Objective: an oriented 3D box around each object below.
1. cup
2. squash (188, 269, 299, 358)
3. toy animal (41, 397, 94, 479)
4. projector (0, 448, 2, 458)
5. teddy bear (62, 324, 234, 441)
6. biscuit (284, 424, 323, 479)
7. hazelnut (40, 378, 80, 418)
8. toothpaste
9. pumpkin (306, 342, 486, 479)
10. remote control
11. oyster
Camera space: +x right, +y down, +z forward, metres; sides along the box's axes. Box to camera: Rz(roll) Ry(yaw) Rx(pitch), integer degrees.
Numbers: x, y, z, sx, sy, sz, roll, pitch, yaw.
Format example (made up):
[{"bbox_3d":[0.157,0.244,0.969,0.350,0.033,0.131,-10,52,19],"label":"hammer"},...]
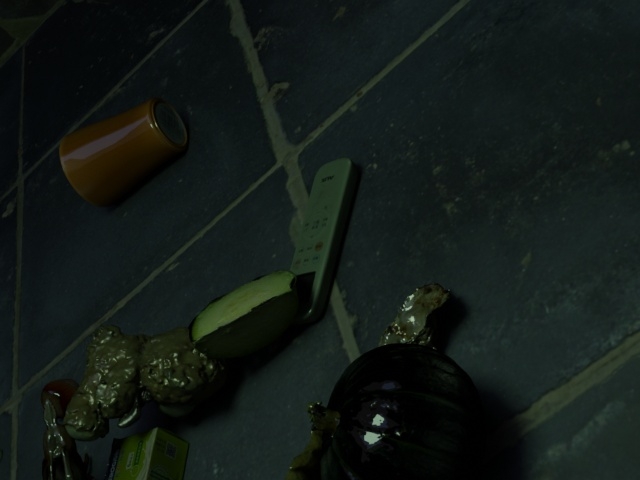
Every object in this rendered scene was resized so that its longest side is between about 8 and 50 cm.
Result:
[{"bbox_3d":[-0.423,-0.205,2.253,0.264,0.182,0.226,-25,12,23],"label":"cup"},{"bbox_3d":[-0.108,0.125,1.628,0.192,0.085,0.184,-27,12,2],"label":"squash"},{"bbox_3d":[-0.417,0.384,1.702,0.260,0.087,0.243,-118,30,-54],"label":"toy animal"},{"bbox_3d":[-0.705,0.445,2.062,0.083,0.082,0.083,-14,50,42],"label":"projector"},{"bbox_3d":[-0.267,0.217,1.677,0.256,0.156,0.267,-2,15,20],"label":"teddy bear"},{"bbox_3d":[-0.042,0.359,1.335,0.036,0.187,0.273,24,78,15],"label":"biscuit"},{"bbox_3d":[-0.496,0.301,1.963,0.086,0.086,0.086,-29,42,30],"label":"hazelnut"},{"bbox_3d":[-0.293,0.456,1.596,0.110,0.077,0.327,-22,46,33],"label":"toothpaste"},{"bbox_3d":[0.083,0.239,1.251,0.250,0.216,0.249,-160,90,-84],"label":"pumpkin"},{"bbox_3d":[-0.001,0.000,1.689,0.090,0.038,0.309,-13,52,43],"label":"remote control"},{"bbox_3d":[0.122,0.137,1.421,0.177,0.056,0.105,-55,24,-4],"label":"oyster"}]
